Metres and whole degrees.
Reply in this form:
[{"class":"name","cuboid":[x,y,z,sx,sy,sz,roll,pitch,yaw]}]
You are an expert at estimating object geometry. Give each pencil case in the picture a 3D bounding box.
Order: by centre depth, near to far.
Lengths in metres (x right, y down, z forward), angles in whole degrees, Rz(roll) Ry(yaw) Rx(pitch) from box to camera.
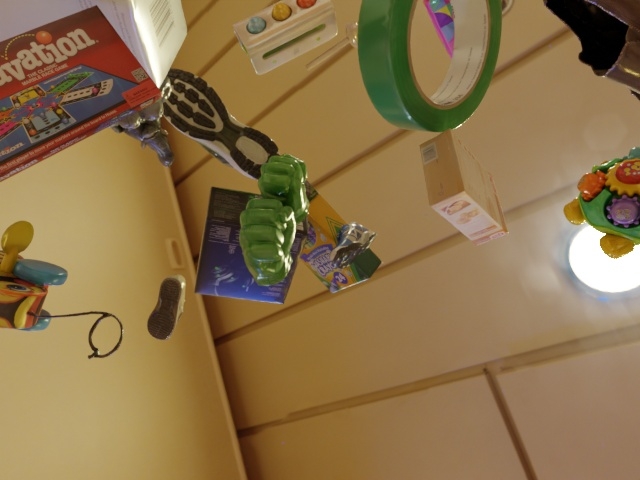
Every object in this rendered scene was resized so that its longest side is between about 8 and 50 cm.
[{"class":"pencil case","cuboid":[0.342,-0.519,1.078,0.104,0.104,0.236,-20,-65,33]}]

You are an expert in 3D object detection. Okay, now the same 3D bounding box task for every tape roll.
[{"class":"tape roll","cuboid":[0.204,-0.359,0.772,0.077,0.321,0.321,23,-78,47]}]

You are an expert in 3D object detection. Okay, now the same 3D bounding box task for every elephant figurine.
[{"class":"elephant figurine","cuboid":[-0.397,-0.276,0.914,0.239,0.169,0.186,171,-75,-76]}]

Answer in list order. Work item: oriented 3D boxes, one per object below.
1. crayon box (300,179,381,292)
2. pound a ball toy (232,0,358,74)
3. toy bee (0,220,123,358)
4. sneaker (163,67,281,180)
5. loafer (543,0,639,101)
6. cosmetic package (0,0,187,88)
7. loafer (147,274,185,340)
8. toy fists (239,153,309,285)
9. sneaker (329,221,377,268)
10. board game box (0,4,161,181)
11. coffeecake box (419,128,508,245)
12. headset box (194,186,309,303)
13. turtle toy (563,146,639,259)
[{"class":"crayon box","cuboid":[0.000,0.000,1.287,0.323,0.083,0.203,47,-35,-8]},{"class":"pound a ball toy","cuboid":[-0.063,-0.595,1.228,0.319,0.136,0.208,-28,-112,-1]},{"class":"toy bee","cuboid":[-0.444,0.066,0.616,0.298,0.162,0.195,-3,-102,25]},{"class":"sneaker","cuboid":[-0.316,-0.309,1.249,0.158,0.410,0.182,-57,-158,-17]},{"class":"loafer","cuboid":[0.447,-0.278,0.634,0.366,0.134,0.130,41,-87,-12]},{"class":"cosmetic package","cuboid":[-0.434,-0.411,0.686,0.384,0.217,0.156,17,-113,-2]},{"class":"loafer","cuboid":[-0.518,0.229,1.498,0.101,0.092,0.269,27,-68,0]},{"class":"toy fists","cuboid":[-0.083,-0.054,0.847,0.096,0.142,0.279,2,-130,18]},{"class":"sneaker","cuboid":[0.069,0.009,1.125,0.081,0.211,0.080,38,-62,13]},{"class":"board game box","cuboid":[-0.366,-0.181,0.548,0.145,0.281,0.027,53,-23,-5]},{"class":"coffeecake box","cuboid":[0.270,-0.095,0.813,0.068,0.185,0.142,-26,-129,35]},{"class":"headset box","cuboid":[-0.187,0.029,1.133,0.131,0.246,0.283,-99,-158,-49]},{"class":"turtle toy","cuboid":[0.282,-0.032,0.375,0.095,0.066,0.130,-31,-137,9]}]
